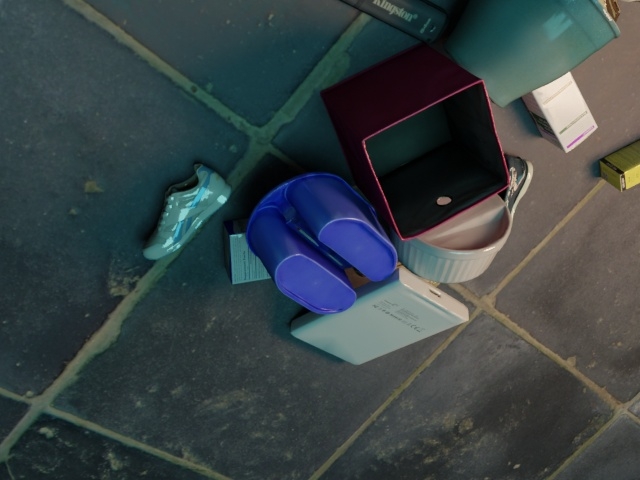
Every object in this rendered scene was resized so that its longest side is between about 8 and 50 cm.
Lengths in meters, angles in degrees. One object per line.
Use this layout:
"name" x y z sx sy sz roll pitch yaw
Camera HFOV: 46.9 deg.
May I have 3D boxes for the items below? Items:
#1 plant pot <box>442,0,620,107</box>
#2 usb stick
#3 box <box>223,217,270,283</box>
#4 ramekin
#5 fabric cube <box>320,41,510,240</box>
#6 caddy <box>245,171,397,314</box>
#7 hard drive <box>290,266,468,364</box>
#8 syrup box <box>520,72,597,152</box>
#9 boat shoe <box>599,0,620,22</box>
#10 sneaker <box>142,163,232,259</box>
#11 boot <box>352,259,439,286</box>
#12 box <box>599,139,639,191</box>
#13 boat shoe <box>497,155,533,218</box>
"plant pot" 0.393 -0.408 1.449 0.272 0.271 0.255 33 113 -33
"usb stick" 0.130 -0.465 1.436 0.278 0.045 0.077 17 111 -29
"box" -0.138 0.017 1.608 0.137 0.072 0.126 -9 121 -17
"ramekin" 0.275 -0.022 1.632 0.273 0.273 0.127 -8 134 -16
"fabric cube" 0.186 -0.203 1.486 0.254 0.258 0.259 -28 125 -4
"caddy" 0.000 0.000 1.521 0.241 0.179 0.341 -39 141 10
"hard drive" 0.132 0.187 1.720 0.233 0.047 0.353 30 137 -32
"syrup box" 0.514 -0.316 1.640 0.096 0.093 0.237 -39 125 4
"boat shoe" 0.560 -0.545 1.533 0.095 0.095 0.257 -45 132 -8
"sneaker" -0.290 -0.058 1.507 0.228 0.087 0.092 -46 117 1
"boot" 0.191 0.074 1.767 0.213 0.077 0.165 -23 128 -6
"box" 0.816 -0.210 1.824 0.232 0.087 0.058 -28 127 -5
"boat shoe" 0.418 -0.079 1.746 0.079 0.095 0.254 10 114 -27
